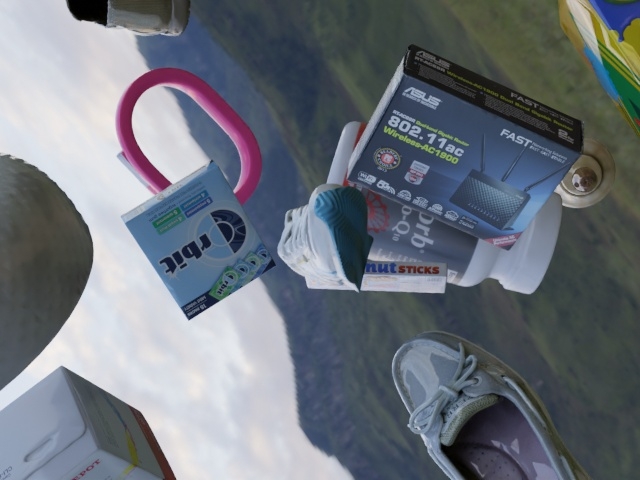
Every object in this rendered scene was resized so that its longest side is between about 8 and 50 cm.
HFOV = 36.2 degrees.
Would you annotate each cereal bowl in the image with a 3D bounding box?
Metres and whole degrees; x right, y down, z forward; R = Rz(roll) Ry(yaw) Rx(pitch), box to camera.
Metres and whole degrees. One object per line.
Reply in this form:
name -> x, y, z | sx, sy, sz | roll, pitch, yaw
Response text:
cereal bowl -> -0.381, 0.027, 0.871 | 0.339, 0.339, 0.141 | -116, 1, -55

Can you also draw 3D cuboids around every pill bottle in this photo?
pill bottle -> 0.187, -0.046, 1.580 | 0.362, 0.210, 0.210 | 16, -171, 1

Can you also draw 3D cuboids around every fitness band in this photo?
fitness band -> -0.232, -0.168, 1.719 | 0.291, 0.209, 0.054 | 46, 159, -19

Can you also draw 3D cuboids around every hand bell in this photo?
hand bell -> 0.427, -0.106, 1.597 | 0.126, 0.126, 0.242 | 53, -167, 2

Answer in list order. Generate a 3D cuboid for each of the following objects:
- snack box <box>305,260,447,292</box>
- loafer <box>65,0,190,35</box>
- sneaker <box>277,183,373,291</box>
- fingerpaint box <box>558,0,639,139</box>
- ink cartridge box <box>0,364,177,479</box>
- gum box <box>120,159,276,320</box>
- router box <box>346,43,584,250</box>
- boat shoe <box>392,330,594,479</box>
snack box -> 0.070, 0.045, 1.241 | 0.064, 0.178, 0.022 | 79, -167, -69
loafer -> -0.130, -0.157, 0.571 | 0.050, 0.056, 0.148 | -10, -153, -38
sneaker -> 0.000, 0.000, 1.020 | 0.092, 0.087, 0.229 | 13, 164, 9
fingerpaint box -> 0.491, -0.203, 0.850 | 0.371, 0.444, 0.163 | 63, -172, 20
ink cartridge box -> -0.276, 0.251, 1.123 | 0.127, 0.128, 0.176 | 54, -179, 35
gum box -> -0.176, 0.002, 1.433 | 0.184, 0.157, 0.041 | 62, 172, -27
router box -> 0.090, -0.056, 0.618 | 0.122, 0.092, 0.038 | 23, -138, -6
boat shoe -> 0.171, 0.200, 0.944 | 0.320, 0.118, 0.103 | 53, -171, 36
